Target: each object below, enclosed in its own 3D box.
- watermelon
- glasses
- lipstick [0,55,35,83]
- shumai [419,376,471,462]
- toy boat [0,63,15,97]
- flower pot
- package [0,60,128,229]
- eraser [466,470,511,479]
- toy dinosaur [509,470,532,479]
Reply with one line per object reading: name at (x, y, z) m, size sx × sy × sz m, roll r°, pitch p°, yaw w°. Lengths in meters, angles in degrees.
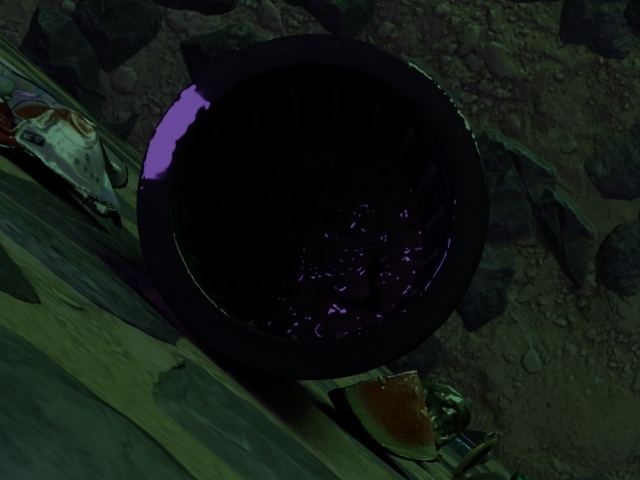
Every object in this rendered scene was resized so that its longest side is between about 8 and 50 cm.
watermelon at (0.069, 0.174, 1.134) m, size 0.135 × 0.094 × 0.125 m, roll 36°, pitch 9°, yaw -48°
glasses at (0.155, 0.291, 1.607) m, size 0.220 × 0.088 × 0.189 m, roll 20°, pitch -5°, yaw 13°
lipstick at (-0.442, -0.226, 1.544) m, size 0.130 × 0.038 × 0.038 m, roll 41°, pitch -1°, yaw -42°
shumai at (0.128, 0.243, 1.377) m, size 0.099 × 0.123 × 0.087 m, roll 60°, pitch 34°, yaw -18°
toy boat at (-0.245, -0.109, 0.485) m, size 0.199 × 0.100 × 0.290 m, roll 41°, pitch 0°, yaw -19°
flower pot at (0.000, 0.000, 1.024) m, size 0.293 × 0.294 × 0.330 m, roll 40°, pitch -8°, yaw 10°
package at (-0.293, -0.121, 1.049) m, size 0.269 × 0.071 × 0.194 m, roll 38°, pitch 9°, yaw -24°
eraser at (0.312, 0.407, 1.432) m, size 0.089 × 0.061 × 0.352 m, roll 42°, pitch -1°, yaw -24°
toy dinosaur at (0.226, 0.317, 1.049) m, size 0.153 × 0.094 × 0.259 m, roll 37°, pitch 7°, yaw 15°
